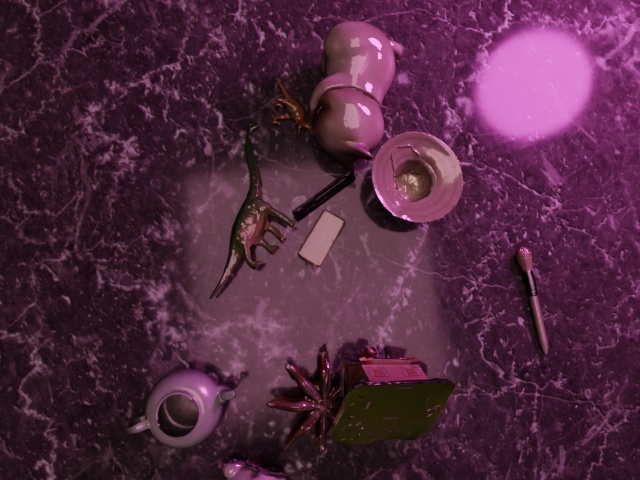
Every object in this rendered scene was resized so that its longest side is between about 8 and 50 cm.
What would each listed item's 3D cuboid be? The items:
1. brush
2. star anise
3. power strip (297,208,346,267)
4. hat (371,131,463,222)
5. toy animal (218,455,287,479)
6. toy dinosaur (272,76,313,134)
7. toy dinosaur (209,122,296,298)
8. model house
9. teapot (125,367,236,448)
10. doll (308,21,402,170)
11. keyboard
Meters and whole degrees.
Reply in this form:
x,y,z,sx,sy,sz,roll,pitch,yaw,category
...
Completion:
x,y,z,sx,sy,sz,roll,pitch,yaw,category
0.590,0.164,1.205,0.042,0.039,0.299,-12,86,-4,brush
0.002,0.426,1.133,0.288,0.088,0.288,2,77,-10,star anise
0.000,0.000,1.205,0.076,0.028,0.168,31,82,1,power strip
0.247,-0.157,1.187,0.252,0.110,0.251,1,83,-9,hat
-0.187,0.695,1.038,0.183,0.247,0.309,7,68,16,toy animal
-0.071,-0.379,1.240,0.126,0.039,0.161,7,79,-11,toy dinosaur
-0.224,-0.084,1.181,0.301,0.087,0.447,41,80,4,toy dinosaur
0.152,0.380,1.107,0.294,0.154,0.207,7,117,-24,model house
-0.344,0.423,1.102,0.295,0.129,0.193,-19,84,-4,teapot
0.081,-0.392,1.156,0.226,0.215,0.370,18,82,-16,doll
0.010,-0.124,1.202,0.204,0.061,0.013,-36,67,-5,keyboard
